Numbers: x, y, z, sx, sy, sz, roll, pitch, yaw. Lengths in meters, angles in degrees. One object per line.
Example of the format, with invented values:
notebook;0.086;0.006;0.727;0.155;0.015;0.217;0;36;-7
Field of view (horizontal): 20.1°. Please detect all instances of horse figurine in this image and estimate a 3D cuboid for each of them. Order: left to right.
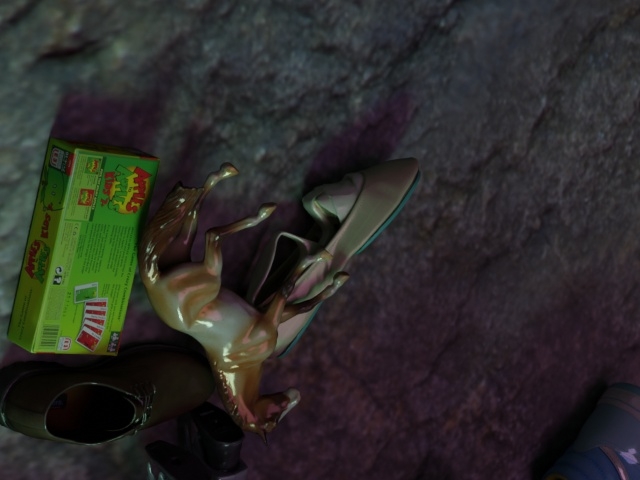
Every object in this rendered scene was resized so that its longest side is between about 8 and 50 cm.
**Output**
horse figurine;-0.082;0.046;1.627;0.174;0.066;0.263;-48;126;-3

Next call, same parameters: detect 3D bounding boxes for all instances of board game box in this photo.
board game box;-0.206;0.007;1.572;0.092;0.043;0.181;5;102;-43

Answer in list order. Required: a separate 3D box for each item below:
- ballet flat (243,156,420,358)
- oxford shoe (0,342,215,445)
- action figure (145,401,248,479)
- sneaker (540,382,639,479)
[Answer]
ballet flat;0.000;0.000;1.734;0.248;0.086;0.086;-53;132;-12
oxford shoe;-0.175;0.147;1.616;0.227;0.096;0.082;-9;109;-41
action figure;-0.116;0.305;1.729;0.185;0.099;0.285;-25;130;-41
sneaker;0.355;0.345;2.141;0.208;0.127;0.319;-42;119;-25
